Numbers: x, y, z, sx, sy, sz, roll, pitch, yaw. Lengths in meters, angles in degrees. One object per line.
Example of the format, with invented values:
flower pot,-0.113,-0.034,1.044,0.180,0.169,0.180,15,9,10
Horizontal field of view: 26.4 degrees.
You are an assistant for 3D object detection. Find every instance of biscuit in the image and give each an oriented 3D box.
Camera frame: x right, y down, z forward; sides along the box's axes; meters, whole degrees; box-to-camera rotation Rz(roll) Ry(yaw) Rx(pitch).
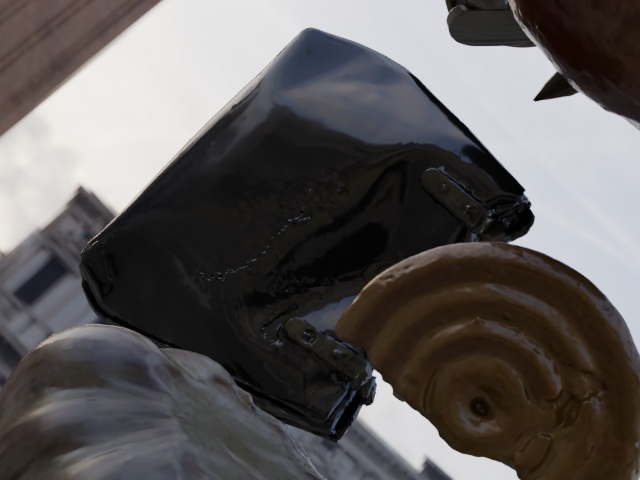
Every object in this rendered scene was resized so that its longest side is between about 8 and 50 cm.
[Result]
biscuit,0.132,0.080,0.900,0.224,0.144,0.033,41,-1,11

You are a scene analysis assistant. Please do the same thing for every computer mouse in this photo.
computer mouse,0.229,-0.255,1.281,0.145,0.236,0.082,89,-17,-46

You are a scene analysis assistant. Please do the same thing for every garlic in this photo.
garlic,-0.056,0.106,0.486,0.159,0.102,0.147,45,20,20

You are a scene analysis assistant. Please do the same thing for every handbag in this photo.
handbag,0.000,0.000,1.136,0.288,0.342,0.152,36,-12,41

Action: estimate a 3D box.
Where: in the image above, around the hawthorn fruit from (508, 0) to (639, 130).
hawthorn fruit,0.306,-0.241,1.038,0.403,0.403,0.403,36,-26,21
